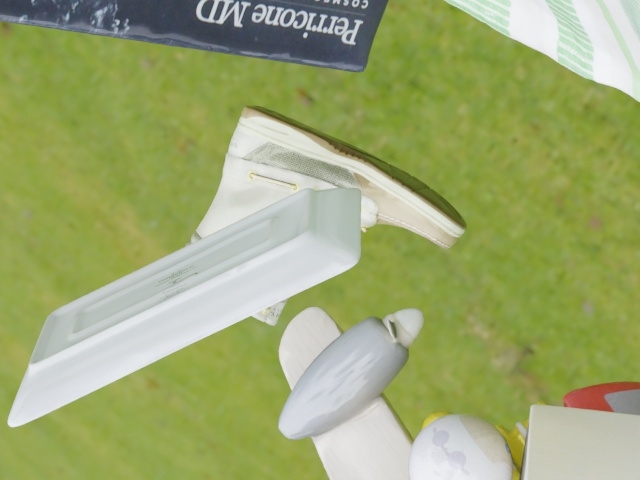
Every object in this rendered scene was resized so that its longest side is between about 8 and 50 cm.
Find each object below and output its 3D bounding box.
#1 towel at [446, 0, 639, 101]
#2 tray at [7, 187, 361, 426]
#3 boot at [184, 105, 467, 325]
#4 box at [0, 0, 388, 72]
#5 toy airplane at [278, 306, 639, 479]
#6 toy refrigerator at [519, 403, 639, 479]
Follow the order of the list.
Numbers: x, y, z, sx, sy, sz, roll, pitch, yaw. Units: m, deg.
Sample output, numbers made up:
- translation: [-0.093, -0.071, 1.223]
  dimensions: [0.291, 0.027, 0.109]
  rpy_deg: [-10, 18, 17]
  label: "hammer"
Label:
- translation: [0.114, -0.182, 1.114]
  dimensions: [0.325, 0.038, 0.248]
  rpy_deg: [42, 175, 43]
  label: "towel"
- translation: [-0.097, 0.035, 1.255]
  dimensions: [0.030, 0.270, 0.145]
  rpy_deg: [60, -169, -19]
  label: "tray"
- translation: [0.000, 0.000, 1.522]
  dimensions: [0.213, 0.165, 0.077]
  rpy_deg: [26, -172, 5]
  label: "boot"
- translation: [-0.045, -0.142, 0.499]
  dimensions: [0.156, 0.158, 0.093]
  rpy_deg: [4, -156, -37]
  label: "box"
- translation: [0.098, 0.243, 1.542]
  dimensions: [0.386, 0.384, 0.272]
  rpy_deg: [13, 149, 14]
  label: "toy airplane"
- translation: [0.292, 0.201, 1.414]
  dimensions: [0.269, 0.094, 0.102]
  rpy_deg: [5, 136, 5]
  label: "toy refrigerator"
